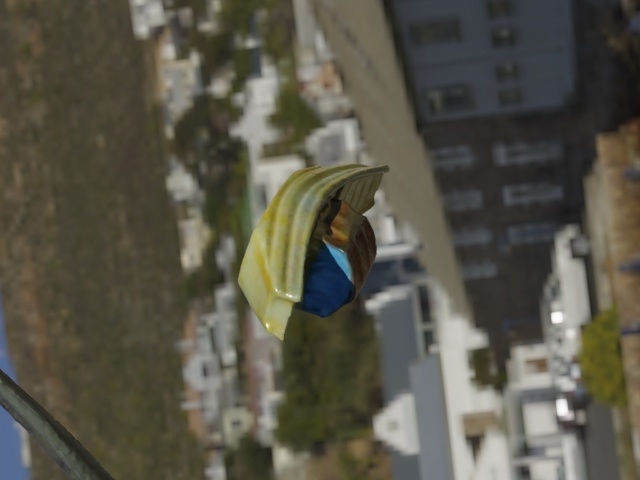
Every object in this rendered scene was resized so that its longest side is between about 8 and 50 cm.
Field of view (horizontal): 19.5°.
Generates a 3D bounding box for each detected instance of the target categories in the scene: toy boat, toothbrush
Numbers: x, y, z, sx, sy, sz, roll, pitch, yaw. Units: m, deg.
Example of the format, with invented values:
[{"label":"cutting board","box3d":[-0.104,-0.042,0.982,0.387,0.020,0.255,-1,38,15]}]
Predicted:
[{"label":"toy boat","box3d":[0.000,0.000,1.040,0.172,0.066,0.065,-60,-9,-59]},{"label":"toothbrush","box3d":[-0.152,0.130,1.131,0.297,0.030,0.030,52,-147,-17]}]
